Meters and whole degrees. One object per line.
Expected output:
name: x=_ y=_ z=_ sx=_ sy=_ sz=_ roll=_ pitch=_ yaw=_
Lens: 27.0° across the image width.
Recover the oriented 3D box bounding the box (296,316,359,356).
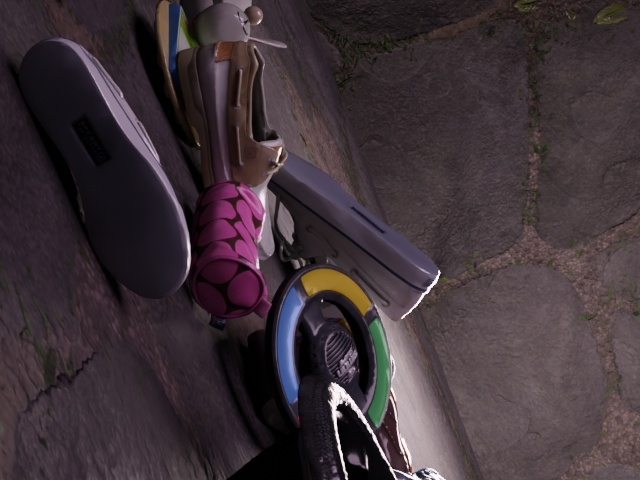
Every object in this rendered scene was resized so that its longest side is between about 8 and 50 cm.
box: x=-0.004 y=0.136 z=1.726 sx=0.054 sy=0.059 sz=0.169 roll=57 pitch=-16 yaw=-8

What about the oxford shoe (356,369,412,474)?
oxford shoe: x=0.073 y=0.284 z=1.963 sx=0.098 sy=0.097 sz=0.271 roll=-84 pitch=152 yaw=-60

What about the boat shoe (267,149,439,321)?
boat shoe: x=0.004 y=0.000 z=2.110 sx=0.367 sy=0.156 sz=0.136 roll=38 pitch=16 yaw=9

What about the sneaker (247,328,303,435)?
sneaker: x=-0.018 y=0.189 z=1.664 sx=0.222 sy=0.083 sz=0.118 roll=52 pitch=17 yaw=-58

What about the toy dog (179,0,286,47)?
toy dog: x=-0.121 y=-0.341 z=1.954 sx=0.333 sy=0.161 sz=0.220 roll=59 pitch=-6 yaw=48

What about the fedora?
fedora: x=-0.001 y=0.297 z=1.258 sx=0.334 sy=0.153 sz=0.334 roll=-22 pitch=90 yaw=-81

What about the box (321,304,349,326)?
box: x=0.033 y=0.156 z=1.999 sx=0.102 sy=0.101 sz=0.087 roll=-101 pitch=165 yaw=-53

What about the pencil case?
pencil case: x=-0.104 y=0.011 z=1.562 sx=0.098 sy=0.095 sz=0.209 roll=24 pitch=27 yaw=-15

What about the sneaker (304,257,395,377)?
sneaker: x=0.048 y=0.125 z=2.201 sx=0.147 sy=0.105 sz=0.295 roll=59 pitch=18 yaw=-55

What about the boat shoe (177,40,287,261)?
boat shoe: x=-0.099 y=-0.112 z=1.750 sx=0.113 sy=0.103 sz=0.302 roll=-70 pitch=147 yaw=-69

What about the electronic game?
electronic game: x=0.012 y=0.139 z=1.565 sx=0.229 sy=0.048 sz=0.229 roll=21 pitch=63 yaw=-49

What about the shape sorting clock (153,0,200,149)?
shape sorting clock: x=-0.187 y=-0.222 z=1.798 sx=0.206 sy=0.040 sz=0.206 roll=-11 pitch=90 yaw=-79

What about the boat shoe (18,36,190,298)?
boat shoe: x=-0.187 y=-0.072 z=1.241 sx=0.084 sy=0.095 sz=0.258 roll=-52 pitch=120 yaw=-75

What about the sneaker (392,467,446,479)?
sneaker: x=0.136 y=0.383 z=1.930 sx=0.283 sy=0.110 sz=0.122 roll=41 pitch=26 yaw=-41
